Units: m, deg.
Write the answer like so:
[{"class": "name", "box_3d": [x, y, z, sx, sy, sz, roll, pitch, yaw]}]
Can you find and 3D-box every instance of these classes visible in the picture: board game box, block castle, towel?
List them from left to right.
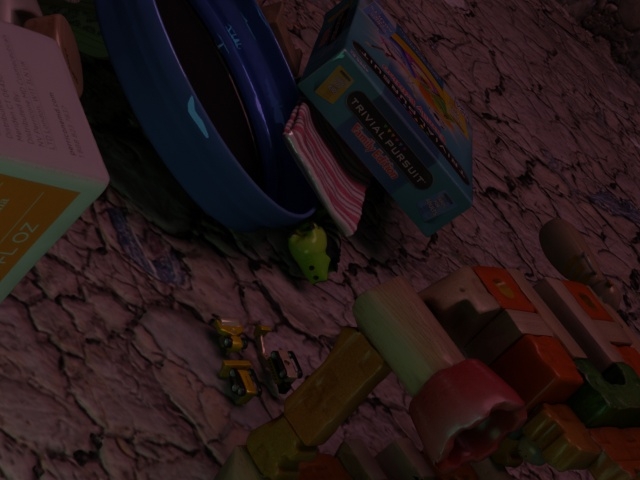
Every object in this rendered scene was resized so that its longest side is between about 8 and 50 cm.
[{"class": "towel", "box_3d": [0.012, -0.099, 1.545, 0.144, 0.029, 0.197, 56, 18, -15]}, {"class": "board game box", "box_3d": [0.098, -0.183, 1.709, 0.254, 0.079, 0.336, 48, 20, -15]}, {"class": "block castle", "box_3d": [0.158, 0.208, 1.187, 0.453, 0.303, 0.213, 10, 37, -50]}]

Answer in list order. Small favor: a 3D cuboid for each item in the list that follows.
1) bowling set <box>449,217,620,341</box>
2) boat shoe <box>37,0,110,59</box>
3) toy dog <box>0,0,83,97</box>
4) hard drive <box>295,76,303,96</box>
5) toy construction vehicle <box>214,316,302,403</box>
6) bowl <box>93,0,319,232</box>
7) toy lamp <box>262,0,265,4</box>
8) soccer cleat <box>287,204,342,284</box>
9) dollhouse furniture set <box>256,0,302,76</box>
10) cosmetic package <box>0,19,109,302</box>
[{"class": "bowling set", "box_3d": [0.243, 0.130, 1.601, 0.200, 0.287, 0.154, -16, 45, -12]}, {"class": "boat shoe", "box_3d": [-0.324, -0.297, 1.432, 0.285, 0.089, 0.104, 20, 36, -41]}, {"class": "toy dog", "box_3d": [-0.311, -0.226, 1.266, 0.220, 0.161, 0.333, 8, 63, 7]}, {"class": "hard drive", "box_3d": [0.051, -0.163, 1.818, 0.172, 0.054, 0.255, 50, 26, 9]}, {"class": "toy construction vehicle", "box_3d": [-0.068, 0.122, 1.284, 0.086, 0.035, 0.098, 4, 45, -38]}, {"class": "bowl", "box_3d": [-0.124, -0.189, 1.451, 0.391, 0.077, 0.391, 56, 19, -31]}, {"class": "toy lamp", "box_3d": [-0.189, -0.419, 1.813, 0.275, 0.080, 0.080, 40, 27, -10]}, {"class": "soccer cleat", "box_3d": [0.000, 0.000, 1.530, 0.179, 0.060, 0.072, -56, 128, -69]}, {"class": "dollhouse furniture set", "box_3d": [-0.120, -0.283, 1.710, 0.129, 0.129, 0.183, -81, 152, -57]}, {"class": "cosmetic package", "box_3d": [-0.397, -0.069, 0.856, 0.453, 0.230, 0.161, 14, 41, -45]}]
